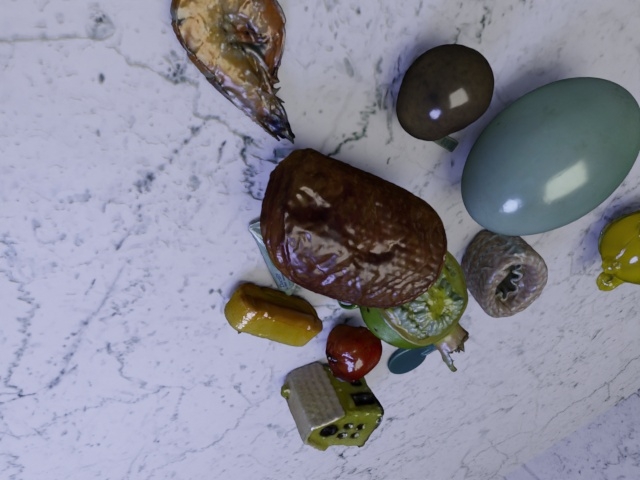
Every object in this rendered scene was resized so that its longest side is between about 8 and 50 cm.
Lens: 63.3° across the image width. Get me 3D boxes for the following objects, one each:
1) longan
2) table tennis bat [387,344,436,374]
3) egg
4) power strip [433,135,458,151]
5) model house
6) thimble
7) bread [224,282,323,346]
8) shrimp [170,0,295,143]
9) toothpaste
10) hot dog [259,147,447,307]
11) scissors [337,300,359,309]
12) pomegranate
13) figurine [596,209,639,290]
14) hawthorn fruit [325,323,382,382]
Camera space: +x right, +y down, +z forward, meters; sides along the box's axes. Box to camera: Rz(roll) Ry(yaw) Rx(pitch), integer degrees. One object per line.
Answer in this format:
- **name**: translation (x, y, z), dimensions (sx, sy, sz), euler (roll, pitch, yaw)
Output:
- **longan**: translation (0.223, -0.268, 0.953), dimensions (0.167, 0.167, 0.187), euler (14, 128, -34)
- **table tennis bat**: translation (0.295, 0.342, 1.563), dimensions (0.201, 0.033, 0.124), euler (-30, 135, 1)
- **egg**: translation (0.472, -0.170, 1.079), dimensions (0.389, 0.276, 0.276), euler (-40, 133, 10)
- **power strip**: translation (0.263, -0.215, 1.116), dimensions (0.083, 0.017, 0.027), euler (16, 115, -37)
- **model house**: translation (0.013, 0.451, 1.399), dimensions (0.234, 0.193, 0.175), euler (2, 127, -28)
- **thimble**: translation (0.479, 0.084, 1.377), dimensions (0.196, 0.148, 0.229), euler (-35, 131, 5)
- **bread**: translation (-0.099, 0.169, 1.184), dimensions (0.245, 0.102, 0.094), euler (24, 119, -36)
- **shrimp**: translation (-0.108, -0.294, 0.839), dimensions (0.164, 0.062, 0.317), euler (-38, 130, 1)
- **toothpaste**: translation (-0.096, 0.040, 1.126), dimensions (0.064, 0.041, 0.218), euler (-20, 128, -4)
- **hot dog**: translation (0.063, -0.021, 0.991), dimensions (0.387, 0.174, 0.267), euler (21, 74, -23)
- **scissors**: translation (0.127, 0.168, 1.342), dimensions (0.101, 0.027, 0.204), euler (-40, 131, 8)
- **pomegranate**: translation (0.227, 0.148, 1.202), dimensions (0.260, 0.260, 0.341), euler (-33, 95, 1)
- **figurine**: translation (0.971, 0.030, 1.524), dimensions (0.340, 0.231, 0.324), euler (3, 129, -35)
- **hawthorn fruit**: translation (0.094, 0.280, 1.341), dimensions (0.172, 0.148, 0.148), euler (-16, 132, -26)
